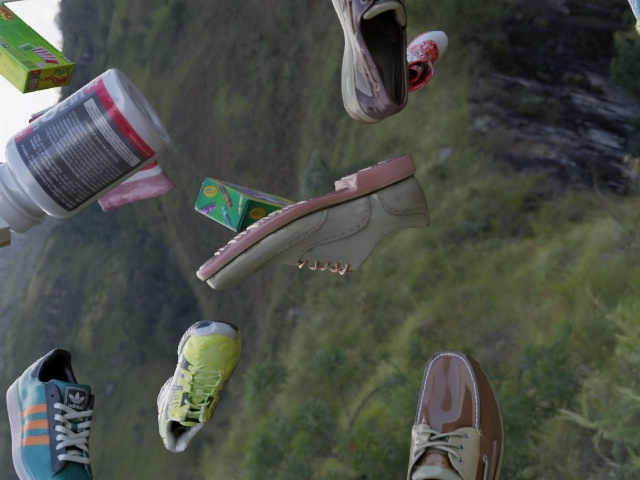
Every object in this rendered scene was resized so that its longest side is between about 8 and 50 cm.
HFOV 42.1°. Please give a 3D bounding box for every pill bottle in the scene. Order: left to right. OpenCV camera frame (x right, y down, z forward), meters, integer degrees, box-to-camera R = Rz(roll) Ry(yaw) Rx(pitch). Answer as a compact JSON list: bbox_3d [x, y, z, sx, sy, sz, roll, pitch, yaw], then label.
[{"bbox_3d":[-0.443,-0.150,1.485,0.319,0.176,0.176,-33,1,3],"label":"pill bottle"}]

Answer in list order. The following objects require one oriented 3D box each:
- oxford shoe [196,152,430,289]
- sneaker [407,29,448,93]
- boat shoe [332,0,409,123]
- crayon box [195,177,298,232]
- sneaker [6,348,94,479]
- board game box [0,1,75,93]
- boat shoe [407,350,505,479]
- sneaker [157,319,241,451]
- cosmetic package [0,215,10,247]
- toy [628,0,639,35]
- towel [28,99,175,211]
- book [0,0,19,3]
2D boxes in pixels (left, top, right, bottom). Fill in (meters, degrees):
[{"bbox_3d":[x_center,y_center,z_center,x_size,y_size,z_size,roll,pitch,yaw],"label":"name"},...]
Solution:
[{"bbox_3d":[0.000,0.000,1.323,0.146,0.397,0.140,65,171,-6],"label":"oxford shoe"},{"bbox_3d":[0.250,-0.437,2.047,0.145,0.270,0.090,23,139,54],"label":"sneaker"},{"bbox_3d":[0.096,-0.367,1.349,0.123,0.123,0.341,-5,86,62],"label":"boat shoe"},{"bbox_3d":[-0.124,-0.058,1.893,0.279,0.165,0.081,13,-80,-46],"label":"crayon box"},{"bbox_3d":[-0.412,0.290,1.308,0.121,0.108,0.302,-50,46,11],"label":"sneaker"},{"bbox_3d":[-0.483,-0.303,1.299,0.092,0.181,0.043,-29,-26,-52],"label":"board game box"},{"bbox_3d":[0.172,0.300,1.082,0.120,0.123,0.323,43,-136,-56],"label":"boat shoe"},{"bbox_3d":[-0.265,0.330,1.864,0.147,0.145,0.384,-101,27,-46],"label":"sneaker"},{"bbox_3d":[-0.562,-0.006,1.326,0.115,0.060,0.041,-20,-45,-39],"label":"cosmetic package"},{"bbox_3d":[0.450,-0.270,1.048,0.056,0.237,0.137,-49,26,-20],"label":"toy"},{"bbox_3d":[-0.550,-0.217,2.094,0.329,0.237,0.037,55,-146,-35],"label":"towel"},{"bbox_3d":[-0.671,-0.532,1.800,0.096,0.144,0.035,-79,-17,-70],"label":"book"}]
